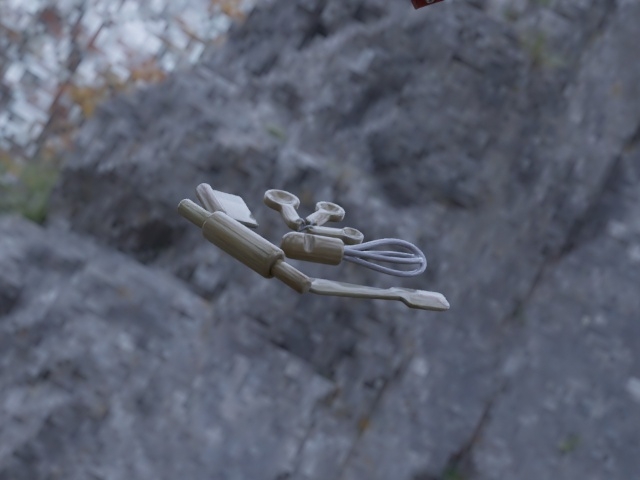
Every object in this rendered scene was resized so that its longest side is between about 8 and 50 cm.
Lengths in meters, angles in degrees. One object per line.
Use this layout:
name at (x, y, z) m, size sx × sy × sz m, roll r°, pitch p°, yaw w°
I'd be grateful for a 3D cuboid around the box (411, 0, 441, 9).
box at (0.115, -0.366, 1.919) m, size 0.128 × 0.257 × 0.123 m, roll -17°, pitch -38°, yaw 11°

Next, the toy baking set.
toy baking set at (-0.006, 0.000, 1.861) m, size 0.256 × 0.196 × 0.030 m, roll 34°, pitch -61°, yaw 35°
